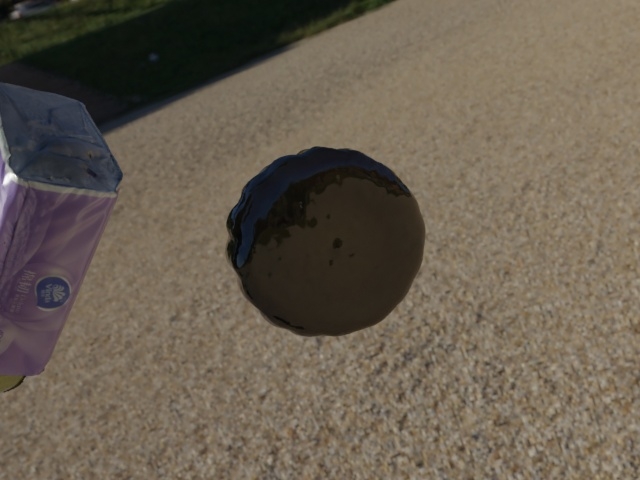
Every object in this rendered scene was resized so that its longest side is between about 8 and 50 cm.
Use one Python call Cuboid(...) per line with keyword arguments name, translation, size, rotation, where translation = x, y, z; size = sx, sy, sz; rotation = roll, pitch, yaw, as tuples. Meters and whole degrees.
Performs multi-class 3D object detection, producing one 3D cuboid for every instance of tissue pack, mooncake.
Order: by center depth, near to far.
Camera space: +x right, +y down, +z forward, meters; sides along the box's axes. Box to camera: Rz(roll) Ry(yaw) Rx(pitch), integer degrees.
Cuboid(name="tissue pack", translation=(-0.405, -0.013, 1.164), size=(0.160, 0.338, 0.242), rotation=(9, 35, -36))
Cuboid(name="mooncake", translation=(0.000, 0.000, 1.286), size=(0.291, 0.290, 0.161), rotation=(-23, 10, -6))

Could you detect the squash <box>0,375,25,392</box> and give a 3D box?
Cuboid(name="squash", translation=(-0.658, 0.264, 1.677), size=(0.137, 0.137, 0.287), rotation=(-22, 8, -2))
